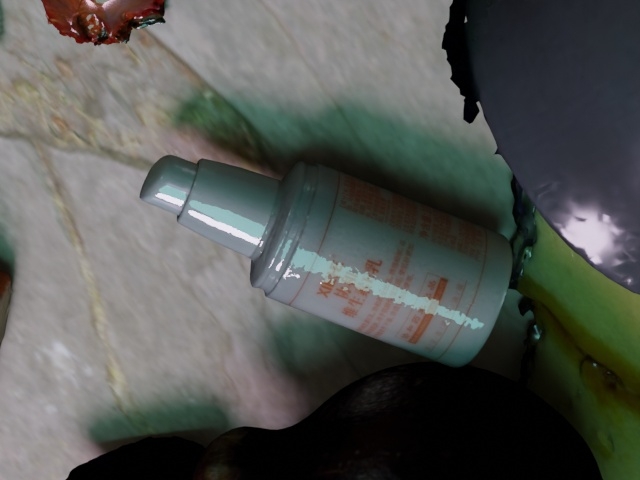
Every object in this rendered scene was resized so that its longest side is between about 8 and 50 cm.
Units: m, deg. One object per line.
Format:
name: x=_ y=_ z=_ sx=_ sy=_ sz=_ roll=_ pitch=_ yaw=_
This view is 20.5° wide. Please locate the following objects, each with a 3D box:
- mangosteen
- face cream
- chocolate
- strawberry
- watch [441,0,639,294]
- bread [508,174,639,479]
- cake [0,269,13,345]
mangosteen: x=0.060 y=0.218 z=1.264 sx=0.313 sy=0.297 sz=0.297 roll=32 pitch=128 yaw=14
face cream: x=0.000 y=0.000 z=1.210 sx=0.252 sy=0.101 sz=0.101 roll=21 pitch=127 yaw=-10
chocolate: x=-0.120 y=0.306 z=1.457 sx=0.148 sy=0.126 sz=0.343 roll=26 pitch=142 yaw=37
strawberry: x=-0.135 y=-0.184 z=1.116 sx=0.104 sy=0.048 sz=0.152 roll=2 pitch=131 yaw=0
watch: x=0.236 y=-0.079 z=0.915 sx=0.327 sy=0.335 sz=0.314 roll=47 pitch=145 yaw=-3
bread: x=0.331 y=0.104 z=1.305 sx=0.405 sy=0.242 sz=0.345 roll=35 pitch=135 yaw=21
cake: x=-0.349 y=0.053 z=1.320 sx=0.262 sy=0.160 sz=0.158 roll=40 pitch=130 yaw=19
